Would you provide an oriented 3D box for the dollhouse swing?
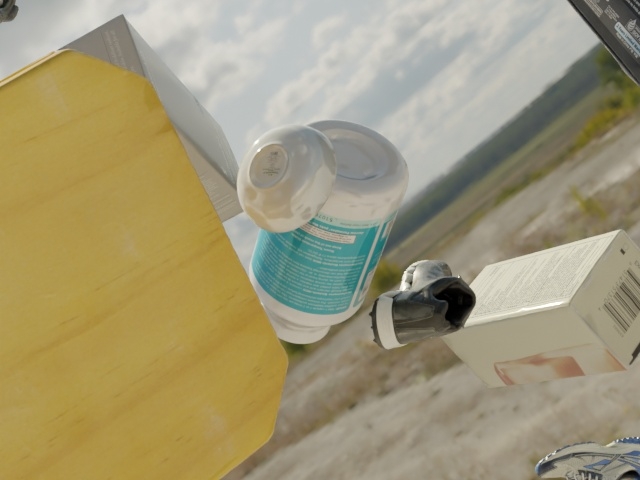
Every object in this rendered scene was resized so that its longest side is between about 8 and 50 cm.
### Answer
[{"bbox_3d":[-0.257,0.076,0.797,0.315,0.347,0.305,-5,29,43],"label":"dollhouse swing"}]

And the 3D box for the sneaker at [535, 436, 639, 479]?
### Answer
[{"bbox_3d":[0.310,0.258,1.368,0.135,0.058,0.052,-7,-26,-5],"label":"sneaker"}]

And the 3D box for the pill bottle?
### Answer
[{"bbox_3d":[0.000,0.000,1.421,0.146,0.146,0.264,-37,-25,-45],"label":"pill bottle"}]

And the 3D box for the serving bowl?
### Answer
[{"bbox_3d":[-0.030,-0.049,0.885,0.083,0.083,0.027,-39,-37,15],"label":"serving bowl"}]

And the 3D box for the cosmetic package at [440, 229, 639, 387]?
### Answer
[{"bbox_3d":[0.319,0.102,1.679,0.153,0.129,0.296,-49,15,-27],"label":"cosmetic package"}]

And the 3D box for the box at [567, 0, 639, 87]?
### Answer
[{"bbox_3d":[0.283,-0.328,0.938,0.097,0.395,0.318,1,-45,-38],"label":"box"}]

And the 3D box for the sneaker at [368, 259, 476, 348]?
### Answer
[{"bbox_3d":[0.143,0.074,1.474,0.106,0.078,0.234,-7,10,22],"label":"sneaker"}]

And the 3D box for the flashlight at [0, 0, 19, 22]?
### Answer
[{"bbox_3d":[-0.496,-0.294,1.379,0.103,0.304,0.103,78,-163,-48],"label":"flashlight"}]

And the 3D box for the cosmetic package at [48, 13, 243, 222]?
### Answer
[{"bbox_3d":[-0.173,-0.106,1.243,0.107,0.127,0.238,-26,-28,6],"label":"cosmetic package"}]
